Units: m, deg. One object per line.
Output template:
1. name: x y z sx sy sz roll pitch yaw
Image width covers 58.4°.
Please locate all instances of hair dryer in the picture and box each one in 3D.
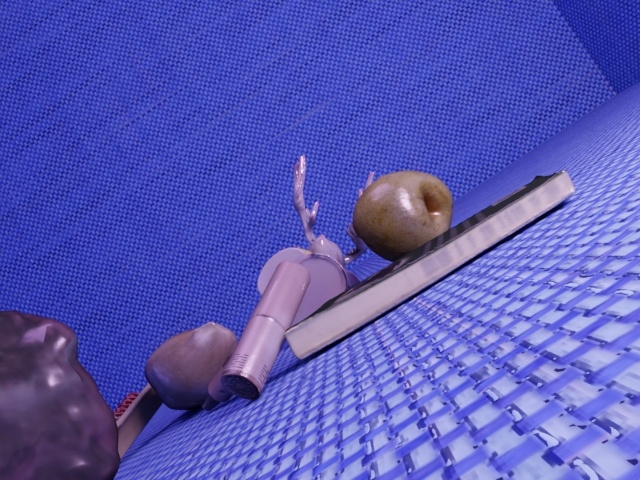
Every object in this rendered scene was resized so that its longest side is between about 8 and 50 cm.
1. hair dryer: -0.098 0.155 0.787 0.220 0.054 0.195 -55 7 45

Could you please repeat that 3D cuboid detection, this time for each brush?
1. brush: -0.309 0.277 1.042 0.050 0.060 0.321 -4 22 18

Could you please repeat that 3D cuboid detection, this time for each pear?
1. pear: 0.143 -0.040 0.969 0.167 0.167 0.136 -31 -1 -42

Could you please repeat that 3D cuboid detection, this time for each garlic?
1. garlic: -0.212 0.222 0.955 0.143 0.112 0.318 -22 -14 -24

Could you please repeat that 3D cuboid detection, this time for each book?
1. book: 0.143 0.024 0.760 0.371 0.043 0.260 -33 -4 15

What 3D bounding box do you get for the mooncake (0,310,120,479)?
1. mooncake: -0.328 0.211 0.379 0.351 0.212 0.381 -39 -3 15

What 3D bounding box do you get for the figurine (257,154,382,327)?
1. figurine: 0.013 0.006 1.092 0.206 0.284 0.315 9 19 7
